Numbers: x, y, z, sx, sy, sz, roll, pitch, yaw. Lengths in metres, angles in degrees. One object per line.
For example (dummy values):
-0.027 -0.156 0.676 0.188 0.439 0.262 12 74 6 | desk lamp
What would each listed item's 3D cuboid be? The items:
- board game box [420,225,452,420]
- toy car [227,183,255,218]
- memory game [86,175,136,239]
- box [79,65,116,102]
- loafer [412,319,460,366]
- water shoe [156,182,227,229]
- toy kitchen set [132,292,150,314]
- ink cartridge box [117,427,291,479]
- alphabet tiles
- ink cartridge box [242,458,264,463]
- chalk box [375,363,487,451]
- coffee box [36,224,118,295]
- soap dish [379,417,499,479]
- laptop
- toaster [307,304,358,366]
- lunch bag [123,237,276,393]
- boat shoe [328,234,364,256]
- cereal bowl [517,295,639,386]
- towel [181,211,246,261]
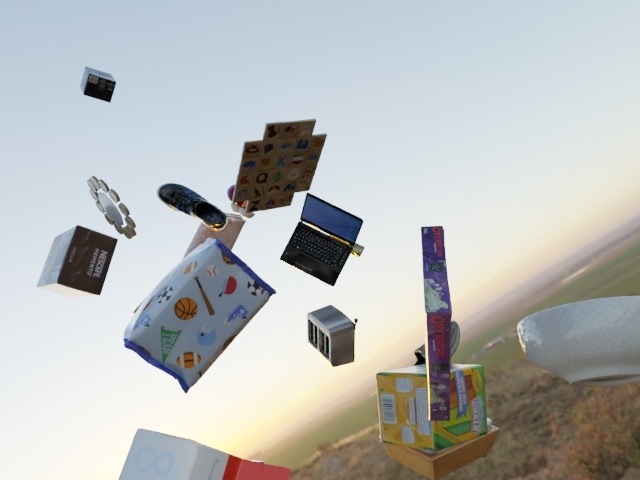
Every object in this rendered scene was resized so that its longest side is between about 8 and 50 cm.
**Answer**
0.220 0.166 1.111 0.056 0.208 0.346 0 -45 12 | board game box
-0.345 -0.195 2.571 0.136 0.182 0.159 22 -87 -43 | toy car
-0.520 -0.081 1.455 0.012 0.186 0.186 -40 -7 -31 | memory game
-0.506 -0.355 1.322 0.062 0.083 0.052 13 -71 -33 | box
0.332 0.338 1.730 0.251 0.087 0.094 -59 7 -17 | loafer
-0.335 -0.099 1.537 0.072 0.203 0.080 -65 7 -13 | water shoe
-0.584 0.237 1.965 0.083 0.068 0.075 -53 11 -30 | toy kitchen set
-0.290 0.629 1.332 0.385 0.308 0.091 9 -33 8 | ink cartridge box
-0.127 -0.224 1.795 0.285 0.011 0.342 -12 -40 -32 | alphabet tiles
-0.264 0.763 1.893 0.046 0.097 0.207 18 -23 -39 | ink cartridge box
0.307 0.411 1.487 0.289 0.180 0.179 2 -8 -42 | chalk box
-0.697 0.068 1.657 0.119 0.168 0.297 23 -18 -31 | coffee box
0.362 0.607 1.771 0.291 0.118 0.229 -8 7 -35 | soap dish
0.000 0.000 2.133 0.264 0.234 0.136 -63 -8 -3 | laptop
0.041 0.324 2.012 0.110 0.168 0.185 -14 -62 -29 | toaster
-0.318 0.172 1.491 0.328 0.239 0.385 -48 17 -13 | lunch bag
0.104 0.006 2.309 0.048 0.153 0.056 -59 3 -22 | boat shoe
0.612 0.234 1.258 0.339 0.141 0.339 -2 -24 -1 | cereal bowl
-0.407 0.051 2.121 0.331 0.053 0.317 -63 -13 7 | towel
